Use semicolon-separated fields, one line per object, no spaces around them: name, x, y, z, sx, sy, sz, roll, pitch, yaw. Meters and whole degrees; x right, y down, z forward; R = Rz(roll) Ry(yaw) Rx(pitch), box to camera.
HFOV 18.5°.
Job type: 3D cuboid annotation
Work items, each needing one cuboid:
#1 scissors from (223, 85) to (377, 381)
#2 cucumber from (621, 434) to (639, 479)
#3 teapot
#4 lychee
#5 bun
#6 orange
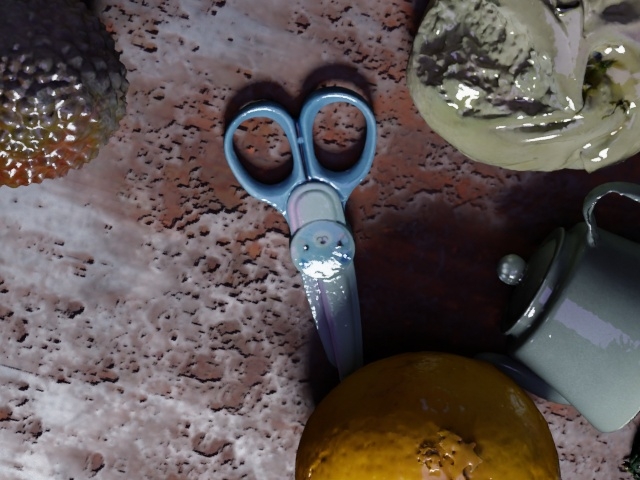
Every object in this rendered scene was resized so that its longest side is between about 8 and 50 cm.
scissors;0.000;0.000;1.624;0.125;0.030;0.256;-11;112;1
cucumber;0.324;0.142;1.712;0.053;0.053;0.181;24;110;-15
teapot;0.215;0.046;1.607;0.149;0.162;0.239;30;130;-4
lychee;-0.236;-0.121;1.489;0.165;0.197;0.165;-8;103;-38
bun;0.186;-0.143;1.539;0.237;0.116;0.210;-12;113;-2
orange;0.090;0.194;1.622;0.219;0.219;0.193;51;56;-21
